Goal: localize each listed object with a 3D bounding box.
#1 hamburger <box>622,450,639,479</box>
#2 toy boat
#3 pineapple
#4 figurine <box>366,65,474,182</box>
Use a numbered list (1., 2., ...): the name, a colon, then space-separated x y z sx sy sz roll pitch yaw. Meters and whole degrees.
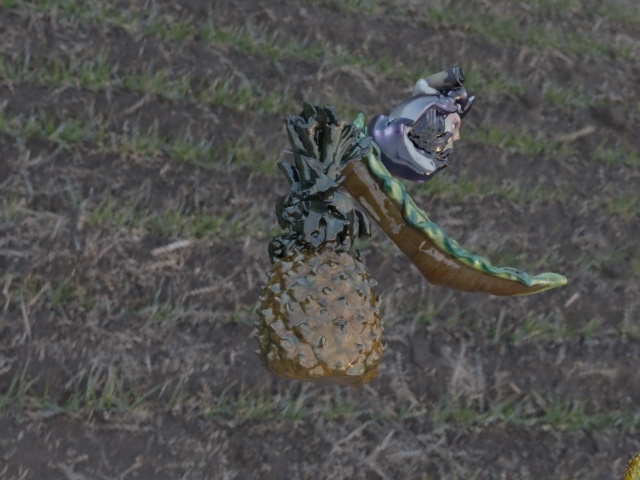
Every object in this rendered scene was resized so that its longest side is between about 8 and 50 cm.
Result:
1. hamburger: 0.436 0.311 1.306 0.166 0.137 0.087 3 10 -44
2. toy boat: 0.122 -0.015 1.132 0.293 0.099 0.108 41 3 9
3. pineapple: 0.000 0.000 0.907 0.125 0.125 0.251 9 71 -22
4. figurine: 0.161 -0.187 1.700 0.145 0.145 0.222 31 50 -1
